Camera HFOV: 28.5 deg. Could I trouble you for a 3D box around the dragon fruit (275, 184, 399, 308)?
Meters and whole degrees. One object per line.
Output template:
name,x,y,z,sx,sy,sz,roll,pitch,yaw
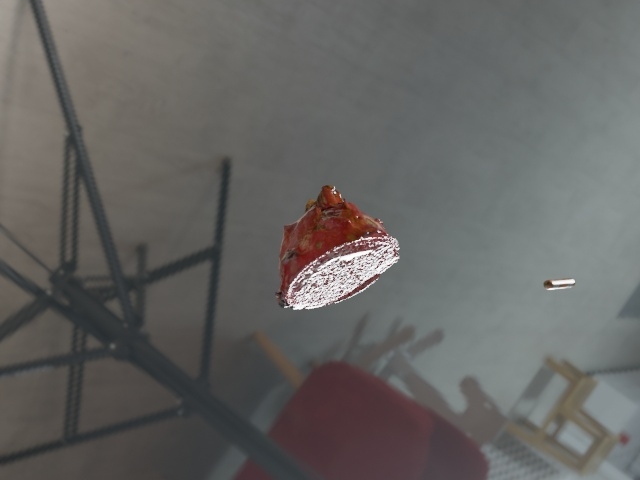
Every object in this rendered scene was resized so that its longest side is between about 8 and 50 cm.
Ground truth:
dragon fruit,0.000,0.000,1.439,0.153,0.111,0.153,-21,151,-12

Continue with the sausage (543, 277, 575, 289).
sausage,0.346,0.062,1.824,0.100,0.015,0.015,-2,124,-56
